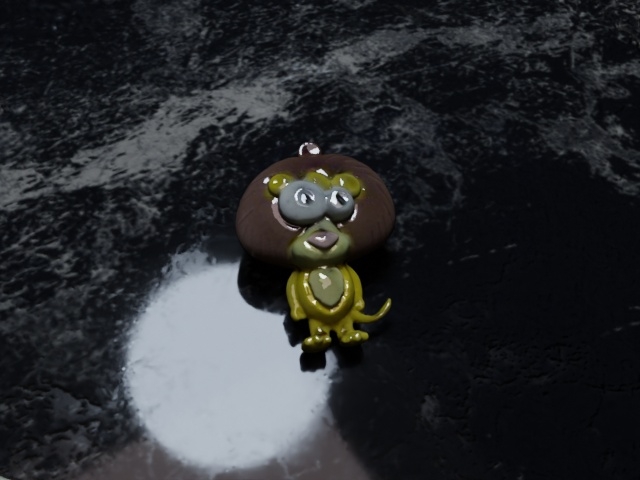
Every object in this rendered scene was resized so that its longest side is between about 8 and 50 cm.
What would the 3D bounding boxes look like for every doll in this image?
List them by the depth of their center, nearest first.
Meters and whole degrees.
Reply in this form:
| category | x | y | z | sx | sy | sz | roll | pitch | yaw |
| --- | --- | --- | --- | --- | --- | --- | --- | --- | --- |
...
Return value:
| category | x | y | z | sx | sy | sz | roll | pitch | yaw |
| --- | --- | --- | --- | --- | --- | --- | --- | --- | --- |
| doll | 0.009 | -0.001 | 0.646 | 0.145 | 0.096 | 0.188 | -29 | 73 | -14 |

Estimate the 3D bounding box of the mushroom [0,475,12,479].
| category | x | y | z | sx | sy | sz | roll | pitch | yaw |
| --- | --- | --- | --- | --- | --- | --- | --- | --- | --- |
| mushroom | -0.230 | 0.208 | 0.513 | 0.306 | 0.043 | 0.068 | 23 | 74 | 8 |
